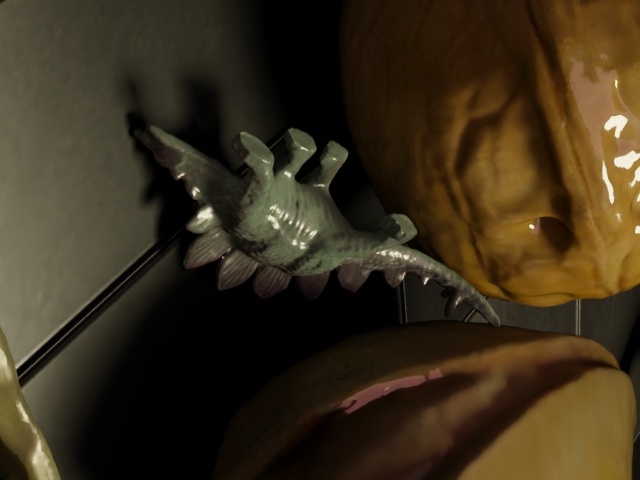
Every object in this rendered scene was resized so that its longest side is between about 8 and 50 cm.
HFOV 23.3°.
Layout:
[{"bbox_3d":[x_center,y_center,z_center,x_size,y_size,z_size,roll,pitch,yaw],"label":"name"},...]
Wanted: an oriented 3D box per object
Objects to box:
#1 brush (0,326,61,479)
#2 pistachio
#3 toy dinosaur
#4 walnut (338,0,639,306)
[{"bbox_3d":[-0.127,0.062,0.542,0.048,0.054,0.282,-37,138,-28],"label":"brush"},{"bbox_3d":[0.062,0.119,0.772,0.181,0.162,0.293,-47,150,25],"label":"pistachio"},{"bbox_3d":[0.000,-0.002,0.683,0.209,0.082,0.039,25,41,-32],"label":"toy dinosaur"},{"bbox_3d":[0.108,-0.071,0.735,0.193,0.193,0.225,-55,151,-28],"label":"walnut"}]
